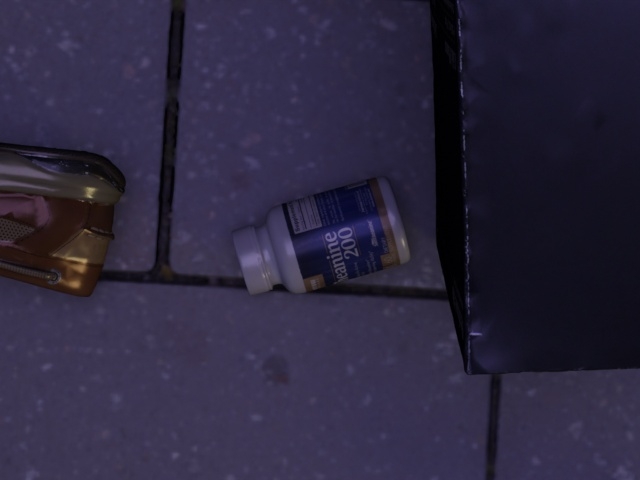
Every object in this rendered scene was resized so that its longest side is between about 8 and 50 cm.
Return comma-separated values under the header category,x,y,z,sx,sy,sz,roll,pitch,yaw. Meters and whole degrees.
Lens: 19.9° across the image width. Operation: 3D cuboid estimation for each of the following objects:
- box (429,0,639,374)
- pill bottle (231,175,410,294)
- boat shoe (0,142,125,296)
category,x,y,z,sx,sy,sz,roll,pitch,yaw
box,0.163,-0.112,1.157,0.179,0.343,0.312,-2,103,1
pill bottle,0.000,0.000,1.321,0.120,0.067,0.067,-16,89,0
boat shoe,-0.305,-0.018,1.300,0.324,0.122,0.119,5,92,1
